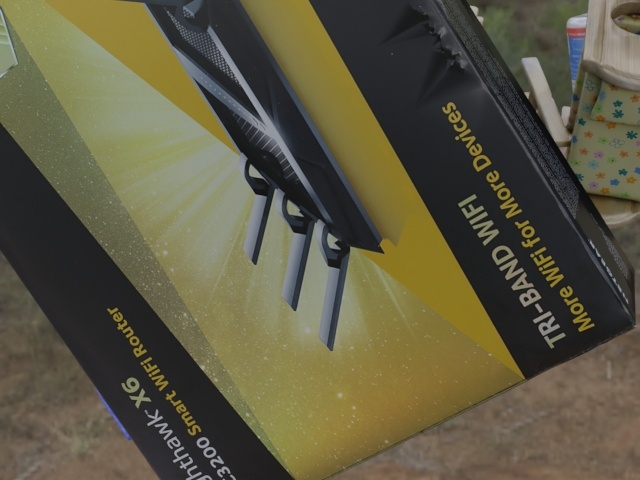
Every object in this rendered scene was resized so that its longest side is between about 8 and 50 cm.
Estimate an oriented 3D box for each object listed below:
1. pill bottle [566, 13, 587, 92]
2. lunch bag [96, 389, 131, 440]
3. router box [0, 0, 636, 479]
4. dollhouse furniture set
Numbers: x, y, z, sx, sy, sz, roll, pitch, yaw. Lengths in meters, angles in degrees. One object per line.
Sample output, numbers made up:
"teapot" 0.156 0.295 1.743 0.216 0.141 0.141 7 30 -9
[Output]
"pill bottle" 0.367 -0.164 1.272 0.124 0.221 0.124 -10 13 2
"lunch bag" -0.258 0.211 1.576 0.129 0.096 0.151 -37 41 -5
"router box" -0.037 -0.043 0.504 0.243 0.308 0.081 -32 6 22
"dollhouse furniture set" 0.124 -0.112 0.600 0.161 0.182 0.101 9 47 9
